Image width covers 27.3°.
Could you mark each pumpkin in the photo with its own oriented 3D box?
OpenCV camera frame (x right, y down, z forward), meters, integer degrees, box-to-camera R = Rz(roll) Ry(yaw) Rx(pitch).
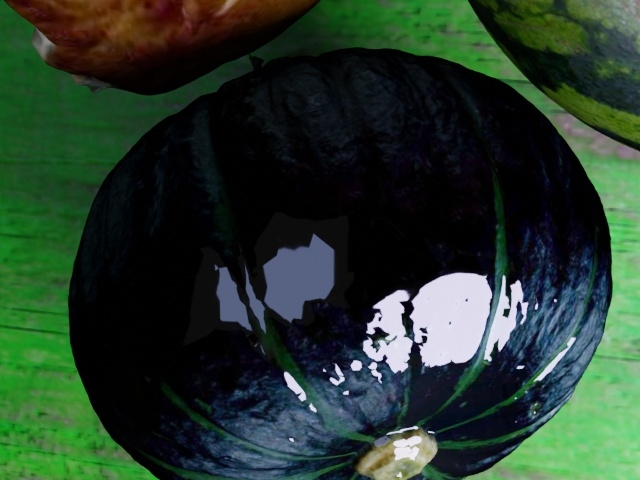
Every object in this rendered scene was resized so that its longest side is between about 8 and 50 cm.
[{"bbox_3d":[0.000,0.000,0.618,0.248,0.248,0.248,4,105,14],"label":"pumpkin"}]

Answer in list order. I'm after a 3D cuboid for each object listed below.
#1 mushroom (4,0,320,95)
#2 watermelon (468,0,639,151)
[{"bbox_3d":[-0.111,-0.187,0.567,0.301,0.208,0.233,12,124,0],"label":"mushroom"},{"bbox_3d":[0.177,-0.164,0.487,0.285,0.285,0.285,4,105,14],"label":"watermelon"}]
